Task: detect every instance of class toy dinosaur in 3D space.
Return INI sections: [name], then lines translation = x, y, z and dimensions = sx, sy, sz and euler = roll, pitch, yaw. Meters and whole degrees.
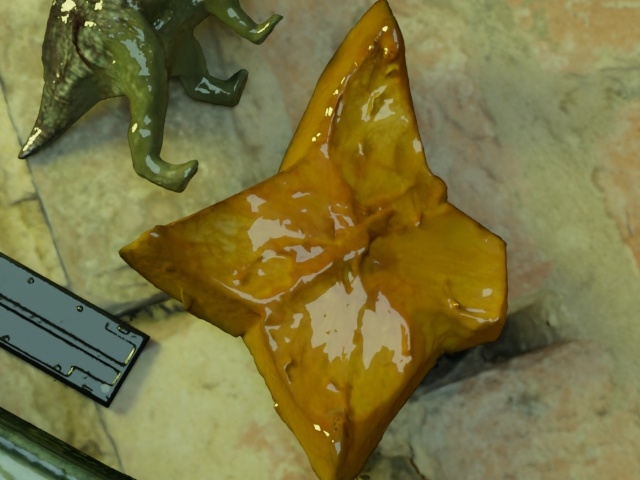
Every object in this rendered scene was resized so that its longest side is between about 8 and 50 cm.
[toy dinosaur]
translation = -0.122, -0.172, 1.293
dimensions = 0.162, 0.077, 0.294
euler = 29, 83, -3

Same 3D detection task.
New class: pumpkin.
[pumpkin]
translation = 0.026, 0.004, 1.273
dimensions = 0.290, 0.095, 0.258
euler = -42, 88, -17

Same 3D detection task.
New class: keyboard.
[keyboard]
translation = -0.235, 0.053, 1.283
dimensions = 0.202, 0.011, 0.067
euler = 30, 77, 1

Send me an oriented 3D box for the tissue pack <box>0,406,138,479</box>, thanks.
[tissue pack]
translation = -0.230, 0.167, 1.153
dimensions = 0.315, 0.228, 0.103
euler = 30, 84, 0
